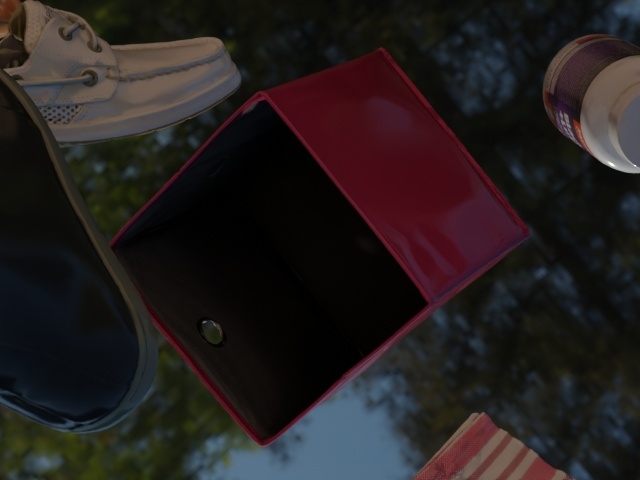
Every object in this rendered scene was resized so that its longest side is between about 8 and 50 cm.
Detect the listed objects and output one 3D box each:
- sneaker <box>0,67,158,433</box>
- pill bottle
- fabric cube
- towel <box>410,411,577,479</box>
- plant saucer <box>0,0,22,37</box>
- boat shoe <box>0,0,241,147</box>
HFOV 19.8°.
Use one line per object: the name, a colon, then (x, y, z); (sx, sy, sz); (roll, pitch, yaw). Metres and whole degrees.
sneaker: (-0.155, -0.025, 0.713); (0.083, 0.222, 0.118); (-45, 155, 6)
pill bottle: (0.280, -0.123, 1.680); (0.108, 0.108, 0.193); (-40, -162, 3)
fabric cube: (0.000, 0.000, 1.801); (0.259, 0.254, 0.258); (-42, 174, 30)
towel: (0.149, 0.206, 1.244); (0.144, 0.197, 0.029); (-38, 152, -46)
plant saucer: (-0.340, -0.216, 1.513); (0.037, 0.200, 0.200); (-61, -167, 15)
boat shoe: (-0.186, -0.116, 1.251); (0.277, 0.096, 0.098); (-14, -161, -22)
